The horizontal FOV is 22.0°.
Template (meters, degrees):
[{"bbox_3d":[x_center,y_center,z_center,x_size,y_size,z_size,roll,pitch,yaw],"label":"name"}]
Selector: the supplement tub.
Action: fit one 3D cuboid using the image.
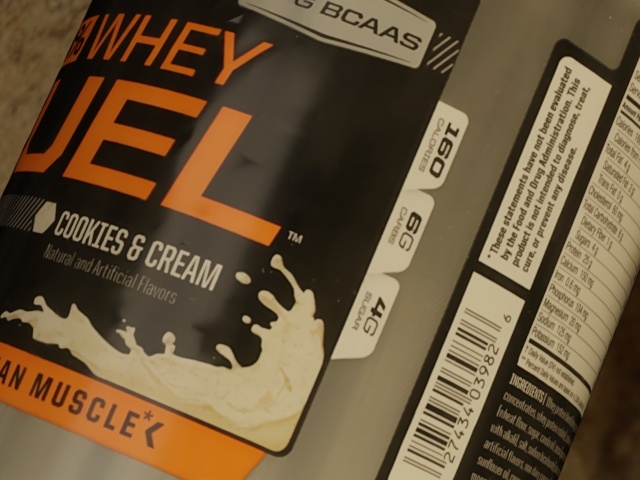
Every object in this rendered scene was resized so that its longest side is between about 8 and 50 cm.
[{"bbox_3d":[0.000,0.000,0.518,0.193,0.193,0.316,14,77,40],"label":"supplement tub"}]
